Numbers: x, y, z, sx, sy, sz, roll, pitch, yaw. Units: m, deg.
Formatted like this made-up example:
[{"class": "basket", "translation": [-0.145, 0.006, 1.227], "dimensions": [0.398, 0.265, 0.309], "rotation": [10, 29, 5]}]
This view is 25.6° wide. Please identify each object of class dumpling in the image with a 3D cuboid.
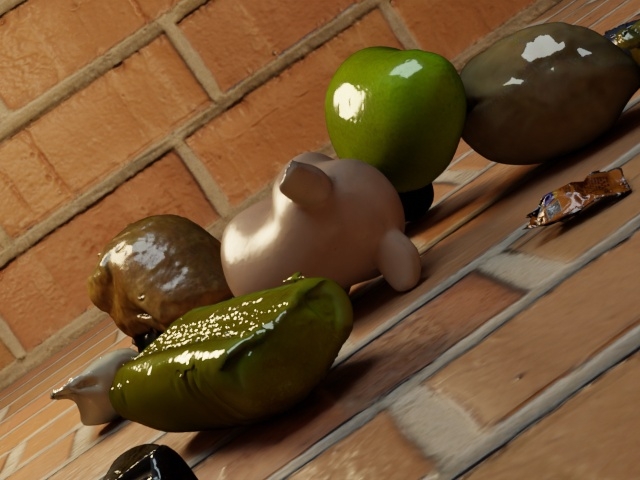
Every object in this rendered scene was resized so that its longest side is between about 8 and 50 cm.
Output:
[{"class": "dumpling", "translation": [-0.315, 0.215, 2.044], "dimensions": [0.150, 0.092, 0.176], "rotation": [-24, 12, 46]}]

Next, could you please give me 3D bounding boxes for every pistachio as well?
[{"class": "pistachio", "translation": [0.267, -0.175, 1.702], "dimensions": [0.181, 0.162, 0.293], "rotation": [-8, -5, -26]}]

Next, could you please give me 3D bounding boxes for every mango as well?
[{"class": "mango", "translation": [0.093, -0.149, 1.759], "dimensions": [0.149, 0.185, 0.273], "rotation": [-9, 13, -17]}]

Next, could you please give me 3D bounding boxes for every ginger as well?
[{"class": "ginger", "translation": [-0.249, 0.060, 2.321], "dimensions": [0.200, 0.223, 0.269], "rotation": [-35, 3, -35]}]

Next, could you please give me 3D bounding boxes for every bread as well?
[{"class": "bread", "translation": [-0.092, 0.132, 1.462], "dimensions": [0.166, 0.112, 0.383], "rotation": [-40, 10, -27]}]

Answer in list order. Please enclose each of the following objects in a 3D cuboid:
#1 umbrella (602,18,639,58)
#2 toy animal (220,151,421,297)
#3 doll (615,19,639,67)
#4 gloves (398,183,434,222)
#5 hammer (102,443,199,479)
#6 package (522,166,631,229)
[{"class": "umbrella", "translation": [0.470, -0.282, 1.909], "dimensions": [0.071, 0.071, 0.248], "rotation": [-39, 12, -34]}, {"class": "toy animal", "translation": [0.003, -0.003, 1.673], "dimensions": [0.256, 0.195, 0.213], "rotation": [-46, 10, 39]}, {"class": "doll", "translation": [0.410, -0.206, 1.588], "dimensions": [0.137, 0.097, 0.209], "rotation": [12, 10, 24]}, {"class": "gloves", "translation": [0.061, -0.036, 1.965], "dimensions": [0.203, 0.124, 0.164], "rotation": [-22, -7, 27]}, {"class": "hammer", "translation": [-0.189, 0.255, 1.271], "dimensions": [0.242, 0.095, 0.409], "rotation": [-34, 1, 5]}, {"class": "package", "translation": [0.247, -0.040, 1.370], "dimensions": [0.111, 0.033, 0.077], "rotation": [-28, -1, 17]}]
